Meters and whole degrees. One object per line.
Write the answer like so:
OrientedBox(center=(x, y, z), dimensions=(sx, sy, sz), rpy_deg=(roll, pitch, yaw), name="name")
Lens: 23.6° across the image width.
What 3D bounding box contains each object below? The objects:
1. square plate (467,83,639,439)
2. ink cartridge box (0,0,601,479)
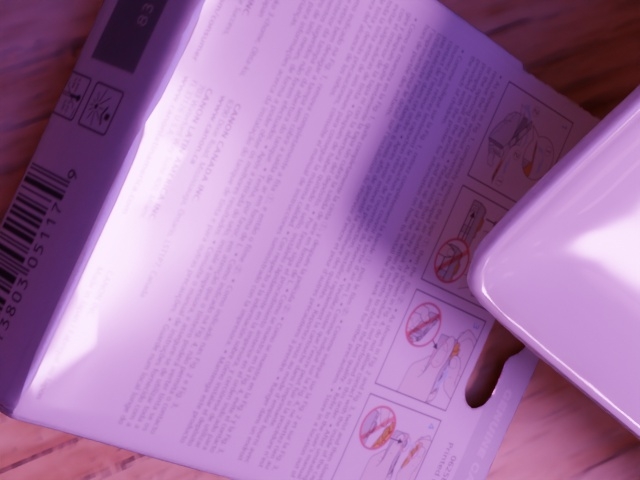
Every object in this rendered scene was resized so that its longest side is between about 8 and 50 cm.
OrientedBox(center=(0.277, -0.016, 0.577), dimensions=(0.344, 0.049, 0.347), rpy_deg=(41, 97, -23), name="square plate")
OrientedBox(center=(0.000, 0.000, 0.567), dimensions=(0.232, 0.066, 0.189), rpy_deg=(25, 89, -47), name="ink cartridge box")
